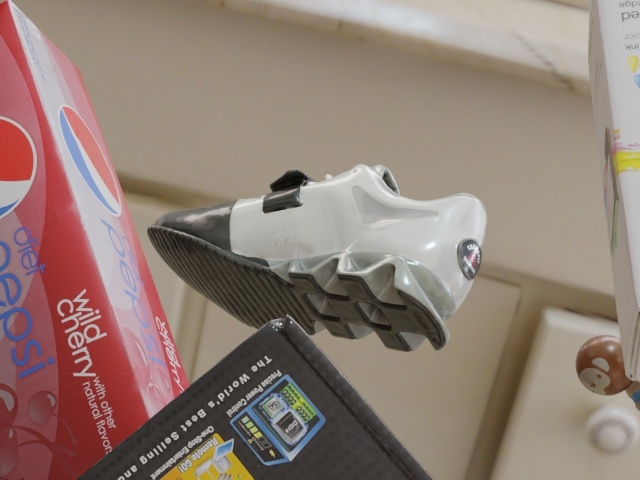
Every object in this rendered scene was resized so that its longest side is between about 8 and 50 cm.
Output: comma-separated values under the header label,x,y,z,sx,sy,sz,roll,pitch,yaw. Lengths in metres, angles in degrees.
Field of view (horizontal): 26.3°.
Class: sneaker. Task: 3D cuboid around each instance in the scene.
label,x,y,z,sx,sy,sz,roll,pitch,yaw
sneaker,0.000,0.000,1.181,0.331,0.122,0.146,10,55,36

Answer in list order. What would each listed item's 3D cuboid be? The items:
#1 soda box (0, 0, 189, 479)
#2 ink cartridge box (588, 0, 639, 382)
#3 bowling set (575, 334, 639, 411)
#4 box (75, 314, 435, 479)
label,x,y,z,sx,sy,sz,roll,pitch,yaw
soda box,-0.140,0.013,0.701,0.263,0.083,0.092,67,7,22
ink cartridge box,0.299,-0.053,0.943,0.201,0.117,0.278,-4,61,7
bowling set,0.332,0.146,1.223,0.200,0.287,0.154,-14,67,-15
box,-0.043,0.187,0.406,0.270,0.060,0.216,-39,67,-7
